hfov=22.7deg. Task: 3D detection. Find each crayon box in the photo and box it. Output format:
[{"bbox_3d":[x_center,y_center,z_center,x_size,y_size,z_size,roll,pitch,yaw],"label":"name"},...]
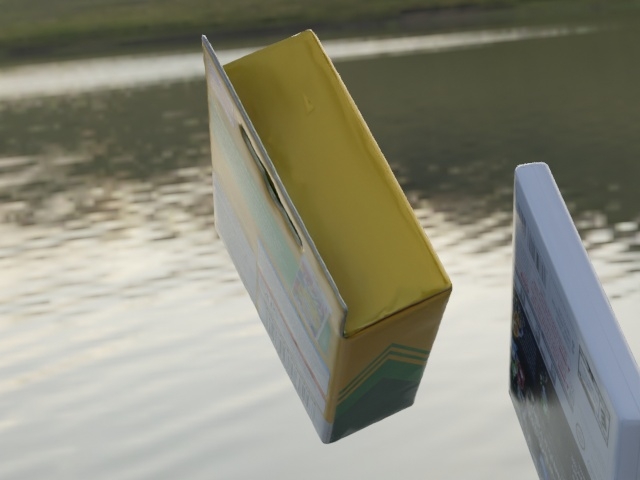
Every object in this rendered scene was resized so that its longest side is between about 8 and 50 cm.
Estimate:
[{"bbox_3d":[0.000,0.000,1.094,0.083,0.203,0.323,-24,-18,-10],"label":"crayon box"}]

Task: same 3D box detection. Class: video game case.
[{"bbox_3d":[0.131,0.083,0.825,0.022,0.173,0.190,-9,41,-5],"label":"video game case"}]
